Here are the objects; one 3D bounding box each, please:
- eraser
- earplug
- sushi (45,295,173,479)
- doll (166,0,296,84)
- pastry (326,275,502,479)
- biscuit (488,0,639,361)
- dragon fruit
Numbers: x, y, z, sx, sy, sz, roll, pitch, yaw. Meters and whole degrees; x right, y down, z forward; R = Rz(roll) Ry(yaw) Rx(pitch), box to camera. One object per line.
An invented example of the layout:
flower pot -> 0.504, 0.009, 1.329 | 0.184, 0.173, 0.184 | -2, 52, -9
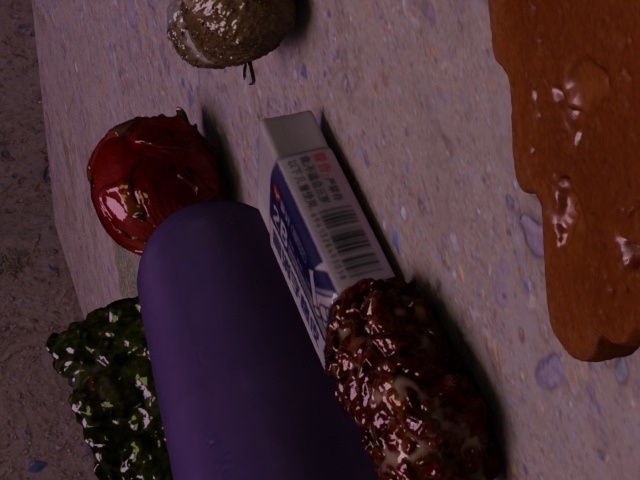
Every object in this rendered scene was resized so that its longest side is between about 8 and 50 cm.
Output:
eraser -> 0.000, 0.000, 1.286 | 0.124, 0.068, 0.210 | 93, 159, -50
earplug -> -0.063, 0.146, 1.397 | 0.215, 0.215, 0.456 | 96, 159, -49
sushi -> -0.164, 0.221, 1.679 | 0.352, 0.178, 0.294 | 59, -173, -70
doll -> -0.076, -0.218, 1.303 | 0.115, 0.105, 0.221 | 40, 162, -3
pastry -> 0.065, 0.113, 1.112 | 0.208, 0.097, 0.115 | -116, 30, -43
biscuit -> 0.150, -0.082, 0.742 | 0.284, 0.043, 0.306 | 109, 147, -64
dragon fruit -> -0.195, -0.066, 1.734 | 0.172, 0.172, 0.209 | 95, 164, -48
